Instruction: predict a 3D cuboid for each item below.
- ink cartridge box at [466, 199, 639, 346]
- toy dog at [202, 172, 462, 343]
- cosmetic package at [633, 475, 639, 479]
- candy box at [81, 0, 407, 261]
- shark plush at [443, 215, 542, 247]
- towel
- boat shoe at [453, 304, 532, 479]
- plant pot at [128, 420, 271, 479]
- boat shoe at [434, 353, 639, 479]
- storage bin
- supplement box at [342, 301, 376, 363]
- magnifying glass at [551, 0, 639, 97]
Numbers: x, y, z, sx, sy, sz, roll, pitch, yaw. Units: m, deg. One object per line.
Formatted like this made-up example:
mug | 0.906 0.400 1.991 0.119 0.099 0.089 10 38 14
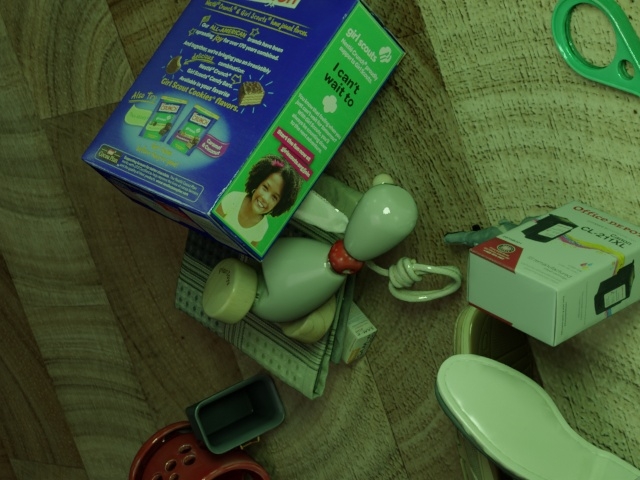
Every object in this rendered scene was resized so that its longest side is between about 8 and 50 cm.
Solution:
ink cartridge box | 0.262 0.031 1.766 0.127 0.175 0.072 26 128 41
toy dog | 0.000 0.000 2.046 0.334 0.220 0.161 -21 54 27
cosmetic package | 0.417 0.346 1.722 0.138 0.225 0.224 -2 110 56
candy box | -0.096 -0.165 1.987 0.268 0.317 0.122 24 167 45
shark plush | 0.204 -0.001 1.915 0.161 0.067 0.073 26 131 42
towel | -0.066 0.021 2.259 0.324 0.056 0.312 32 118 39
boat shoe | 0.199 0.204 2.027 0.098 0.109 0.302 18 131 45
plant pot | -0.198 0.389 2.598 0.174 0.191 0.191 36 138 41
boat shoe | 0.252 0.255 1.915 0.319 0.116 0.099 36 146 -5
storage bin | -0.134 0.266 2.493 0.091 0.135 0.098 -6 107 66
supplement box | 0.027 0.110 2.248 0.098 0.036 0.062 50 144 22
magnifying glass | 0.323 -0.170 1.686 0.231 0.026 0.092 46 142 23
